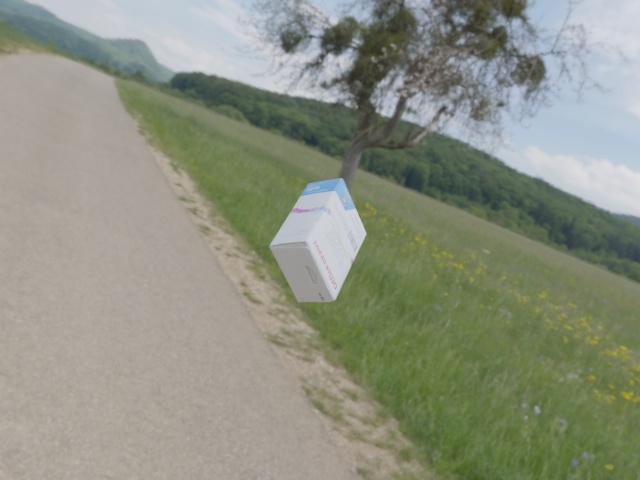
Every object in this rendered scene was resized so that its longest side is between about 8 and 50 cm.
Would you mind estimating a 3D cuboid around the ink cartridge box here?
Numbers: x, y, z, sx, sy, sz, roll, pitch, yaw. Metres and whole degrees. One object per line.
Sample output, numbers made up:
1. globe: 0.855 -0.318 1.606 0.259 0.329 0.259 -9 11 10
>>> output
1. ink cartridge box: 0.000 0.000 0.752 0.052 0.088 0.122 -6 36 29
